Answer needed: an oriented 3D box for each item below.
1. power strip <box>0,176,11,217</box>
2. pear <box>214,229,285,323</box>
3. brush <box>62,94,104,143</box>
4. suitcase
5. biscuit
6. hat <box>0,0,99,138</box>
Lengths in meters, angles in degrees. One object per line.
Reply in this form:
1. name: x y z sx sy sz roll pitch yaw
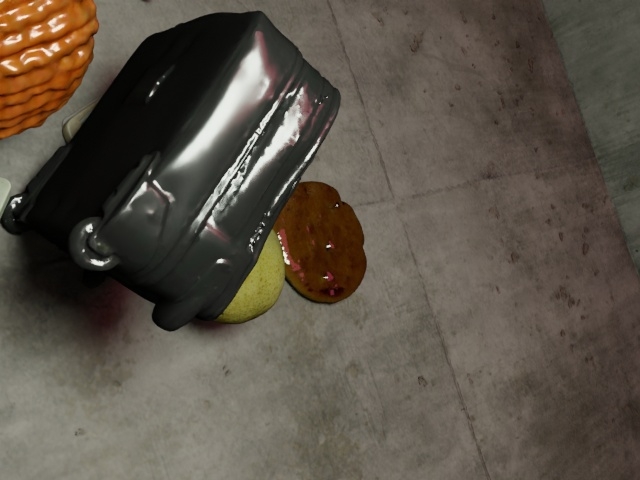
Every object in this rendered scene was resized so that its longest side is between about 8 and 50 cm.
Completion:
1. power strip: -0.398 -0.001 0.897 0.081 0.035 0.192 18 56 -11
2. pear: -0.123 0.038 1.107 0.167 0.167 0.137 -19 115 -50
3. brush: -0.230 -0.212 1.177 0.070 0.065 0.327 54 41 -13
4. suitcase: -0.163 -0.094 0.931 0.188 0.345 0.339 37 77 -29
5. biscuit: 0.000 0.000 1.357 0.212 0.036 0.212 22 59 -40
6. hat: -0.442 -0.212 0.813 0.400 0.285 0.285 -22 91 -39
